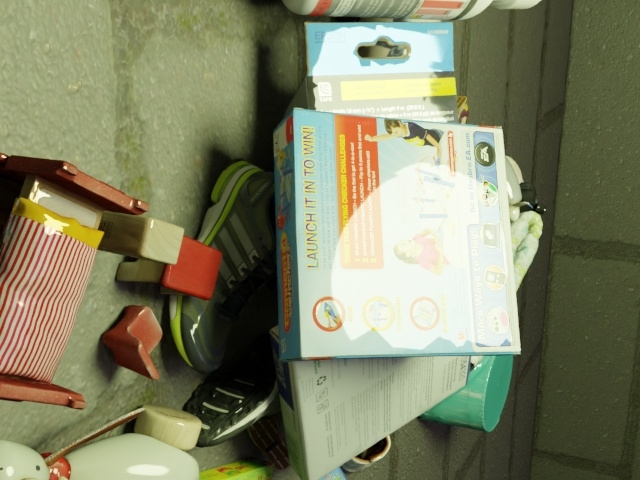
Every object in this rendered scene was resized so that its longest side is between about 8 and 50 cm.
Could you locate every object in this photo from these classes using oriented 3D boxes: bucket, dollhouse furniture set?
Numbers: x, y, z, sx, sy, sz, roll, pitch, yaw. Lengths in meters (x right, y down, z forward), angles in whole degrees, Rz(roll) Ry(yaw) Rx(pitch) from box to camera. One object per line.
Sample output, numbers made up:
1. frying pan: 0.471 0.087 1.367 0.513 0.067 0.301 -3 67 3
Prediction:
1. bucket: 0.370 0.348 1.967 0.281 0.183 0.281 -29 123 -56
2. dollhouse furniture set: -0.218 0.061 0.790 0.374 0.152 0.201 30 72 -61

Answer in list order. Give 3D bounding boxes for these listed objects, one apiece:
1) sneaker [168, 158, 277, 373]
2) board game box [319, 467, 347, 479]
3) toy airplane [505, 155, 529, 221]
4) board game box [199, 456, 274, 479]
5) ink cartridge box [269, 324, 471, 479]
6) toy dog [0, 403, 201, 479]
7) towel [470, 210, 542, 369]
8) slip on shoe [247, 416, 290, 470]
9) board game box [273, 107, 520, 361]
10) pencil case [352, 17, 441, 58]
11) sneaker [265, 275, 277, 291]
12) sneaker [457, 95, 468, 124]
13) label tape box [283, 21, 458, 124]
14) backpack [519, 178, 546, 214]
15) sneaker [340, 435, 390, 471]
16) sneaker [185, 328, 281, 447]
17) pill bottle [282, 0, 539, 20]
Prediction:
1. sneaker: -0.107 0.033 1.025 0.111 0.121 0.299 38 65 -58
2. board game box: 0.015 0.551 1.515 0.160 0.039 0.211 -61 147 -33
3. toy airplane: 0.220 -0.104 1.435 0.386 0.272 0.384 -54 125 -18
4. board game box: -0.140 0.392 1.164 0.181 0.043 0.092 12 88 -62
5. ink cartridge box: 0.089 0.179 1.152 0.330 0.071 0.324 -27 137 -24
6. toy dog: -0.220 0.278 0.849 0.334 0.161 0.220 -15 111 -60
7. towel: 0.276 0.122 1.578 0.090 0.320 0.374 43 59 -14
8. slip on shoe: -0.086 0.315 1.250 0.051 0.041 0.135 -33 118 -10
9. board game box: 0.097 -0.001 0.994 0.302 0.086 0.308 2 79 -20
10. pencil case: 0.123 -0.448 1.254 0.183 0.160 0.410 -124 -146 -66
11. sneaker: 0.000 0.001 1.214 0.182 0.127 0.315 -45 138 -51
12. sneaker: 0.299 -0.260 1.758 0.185 0.070 0.083 -50 135 -43
13. label tape box: 0.078 -0.140 1.122 0.241 0.106 0.333 -7 96 -24
14. backpack: 0.392 -0.024 1.842 0.213 0.277 0.263 -68 156 -49
15. sneaker: 0.091 0.415 1.529 0.290 0.123 0.105 40 62 -60
16. sneaker: -0.098 0.234 1.139 0.271 0.100 0.108 -33 132 -55
17. pill bottle: 0.132 -0.410 1.051 0.363 0.210 0.210 -3 105 -18
